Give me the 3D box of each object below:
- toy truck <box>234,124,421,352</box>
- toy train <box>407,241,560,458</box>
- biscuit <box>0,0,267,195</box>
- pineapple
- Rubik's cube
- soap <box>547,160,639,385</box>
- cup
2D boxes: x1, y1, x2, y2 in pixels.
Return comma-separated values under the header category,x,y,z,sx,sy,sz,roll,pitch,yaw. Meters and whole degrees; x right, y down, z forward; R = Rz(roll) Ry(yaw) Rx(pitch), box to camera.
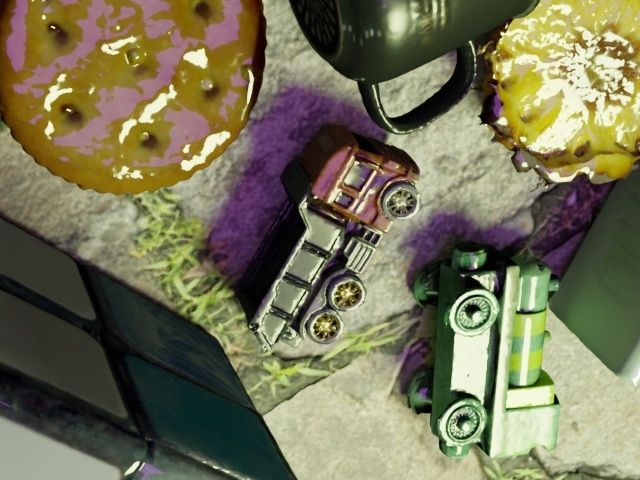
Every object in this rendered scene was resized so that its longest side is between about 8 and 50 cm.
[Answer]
category,x,y,z,sx,sy,sz,roll,pitch,yaw
toy truck,0.000,0.000,1.136,0.092,0.083,0.192,26,103,-20
toy train,0.151,0.096,1.228,0.132,0.083,0.200,-4,113,-19
biscuit,-0.142,-0.144,1.037,0.220,0.066,0.221,-7,115,-16
pineapple,0.219,-0.148,1.147,0.224,0.076,0.225,-6,115,-13
Rubik's cube,-0.236,0.191,1.012,0.318,0.313,0.316,32,100,-28
soap,0.319,-0.014,1.191,0.087,0.160,0.265,21,105,-24
cup,0.071,-0.193,1.036,0.176,0.169,0.223,-23,123,-16
